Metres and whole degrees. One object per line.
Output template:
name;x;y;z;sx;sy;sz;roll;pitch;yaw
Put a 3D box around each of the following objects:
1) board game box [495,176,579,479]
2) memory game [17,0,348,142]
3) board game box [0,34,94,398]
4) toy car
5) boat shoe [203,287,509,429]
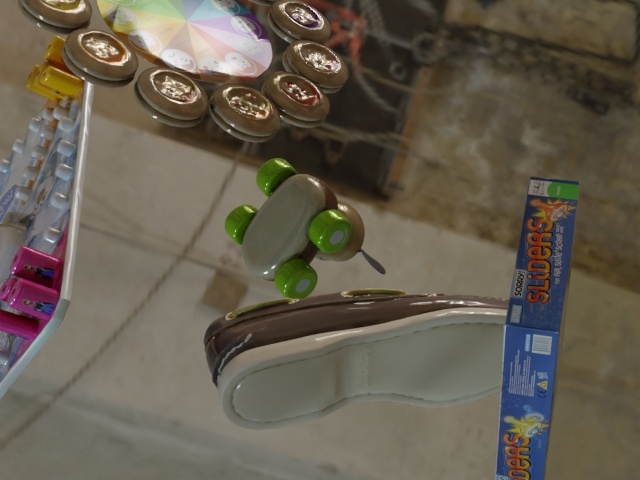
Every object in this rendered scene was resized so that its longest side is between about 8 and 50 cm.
board game box;0.146;0.075;0.898;0.201;0.035;0.136;86;-164;-45
memory game;-0.070;-0.118;0.688;0.012;0.186;0.186;-58;14;36
board game box;-0.353;0.034;1.357;0.390;0.050;0.390;-46;32;34
toy car;0.000;0.000;1.730;0.149;0.188;0.155;-55;50;13
boat shoe;0.056;0.093;1.208;0.096;0.325;0.116;-118;26;-49
